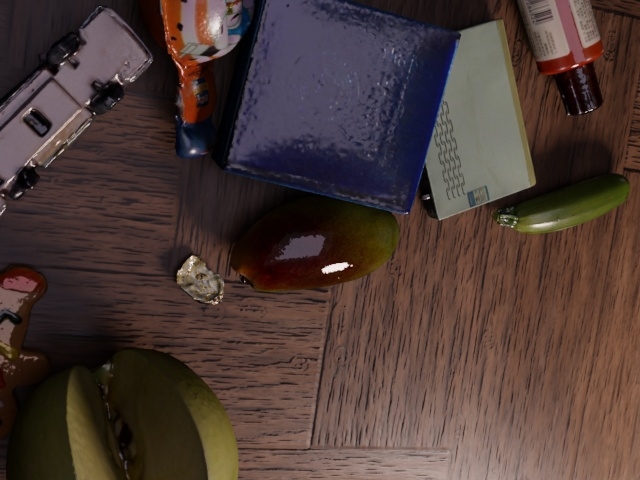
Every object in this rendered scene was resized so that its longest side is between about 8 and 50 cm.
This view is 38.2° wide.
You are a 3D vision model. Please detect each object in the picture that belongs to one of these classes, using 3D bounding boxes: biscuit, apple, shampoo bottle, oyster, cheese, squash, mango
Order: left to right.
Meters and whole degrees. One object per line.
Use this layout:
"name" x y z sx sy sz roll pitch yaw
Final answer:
"biscuit" -0.439 0.153 1.217 0.165 0.036 0.250 5 96 -20
"apple" -0.252 0.276 1.176 0.292 0.292 0.254 -17 80 -18
"cheese" -0.160 -0.274 1.200 0.129 0.217 0.329 10 109 16
"oyster" -0.170 0.061 1.317 0.083 0.019 0.054 46 79 -18
"mango" 0.000 0.000 1.325 0.267 0.111 0.133 -10 90 -24
"shampoo bottle" 0.370 -0.328 1.423 0.104 0.104 0.278 -26 106 -16
"squash" 0.399 -0.054 1.494 0.252 0.066 0.066 -18 103 -17

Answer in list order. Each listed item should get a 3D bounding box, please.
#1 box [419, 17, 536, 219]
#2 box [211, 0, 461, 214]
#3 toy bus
"box" 0.217 -0.185 1.416 0.210 0.045 0.270 -21 105 -17
"box" 0.020 -0.196 1.276 0.278 0.116 0.262 12 98 -17
"toy bus" -0.358 -0.155 1.155 0.317 0.138 0.112 -45 115 -11
